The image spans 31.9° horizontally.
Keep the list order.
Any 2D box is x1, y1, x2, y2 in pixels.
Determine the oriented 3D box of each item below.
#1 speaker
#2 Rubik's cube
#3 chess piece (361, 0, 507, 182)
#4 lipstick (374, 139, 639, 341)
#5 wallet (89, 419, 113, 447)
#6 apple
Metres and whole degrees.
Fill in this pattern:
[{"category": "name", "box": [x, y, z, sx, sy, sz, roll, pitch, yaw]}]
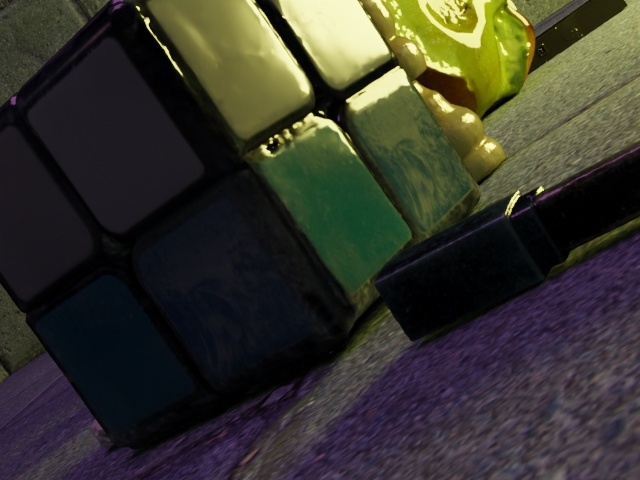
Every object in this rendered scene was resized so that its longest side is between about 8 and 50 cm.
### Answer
[{"category": "speaker", "box": [0.435, -0.370, 1.992, 0.218, 0.044, 0.082, -34, 6, 6]}, {"category": "Rubik's cube", "box": [-0.093, -0.050, 1.021, 0.316, 0.318, 0.313, -29, 6, 37]}, {"category": "chess piece", "box": [0.073, -0.155, 1.218, 0.143, 0.261, 0.143, -35, 8, 6]}, {"category": "lipstick", "box": [0.173, -0.028, 0.660, 0.312, 0.051, 0.051, -29, 7, 29]}, {"category": "wallet", "box": [-0.159, 0.149, 1.156, 0.095, 0.033, 0.190, -32, 6, 43]}, {"category": "apple", "box": [0.173, -0.317, 1.806, 0.374, 0.374, 0.384, -35, 35, -4]}]
